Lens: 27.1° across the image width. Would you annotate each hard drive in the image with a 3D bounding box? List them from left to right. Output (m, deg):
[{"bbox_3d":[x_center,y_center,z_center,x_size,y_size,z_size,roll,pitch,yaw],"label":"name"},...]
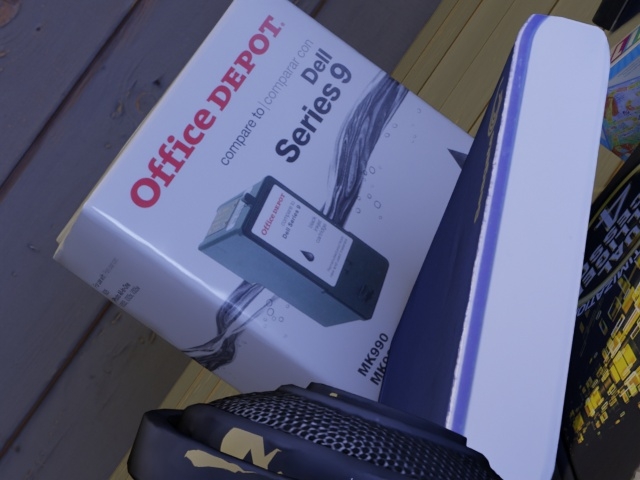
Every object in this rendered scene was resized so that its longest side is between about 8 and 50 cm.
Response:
[{"bbox_3d":[0.061,0.071,0.638,0.319,0.040,0.210,105,180,-62],"label":"hard drive"}]

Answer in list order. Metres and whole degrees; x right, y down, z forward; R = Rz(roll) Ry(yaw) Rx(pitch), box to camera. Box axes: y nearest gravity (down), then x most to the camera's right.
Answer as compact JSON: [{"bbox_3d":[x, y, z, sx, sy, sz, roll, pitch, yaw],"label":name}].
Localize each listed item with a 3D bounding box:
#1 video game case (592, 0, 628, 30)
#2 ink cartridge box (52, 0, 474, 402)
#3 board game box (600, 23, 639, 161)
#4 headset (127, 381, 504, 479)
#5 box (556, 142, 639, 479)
[{"bbox_3d":[0.314,-0.319,1.114,0.196,0.026,0.274,-57,-9,-20],"label":"video game case"},{"bbox_3d":[0.000,0.000,0.892,0.211,0.289,0.121,-58,8,-24],"label":"ink cartridge box"},{"bbox_3d":[0.207,-0.080,0.676,0.154,0.103,0.026,-43,13,55],"label":"board game box"},{"bbox_3d":[-0.006,0.146,0.325,0.185,0.394,0.243,13,60,35],"label":"headset"},{"bbox_3d":[0.229,-0.055,0.454,0.395,0.097,0.318,-53,8,14],"label":"box"}]
